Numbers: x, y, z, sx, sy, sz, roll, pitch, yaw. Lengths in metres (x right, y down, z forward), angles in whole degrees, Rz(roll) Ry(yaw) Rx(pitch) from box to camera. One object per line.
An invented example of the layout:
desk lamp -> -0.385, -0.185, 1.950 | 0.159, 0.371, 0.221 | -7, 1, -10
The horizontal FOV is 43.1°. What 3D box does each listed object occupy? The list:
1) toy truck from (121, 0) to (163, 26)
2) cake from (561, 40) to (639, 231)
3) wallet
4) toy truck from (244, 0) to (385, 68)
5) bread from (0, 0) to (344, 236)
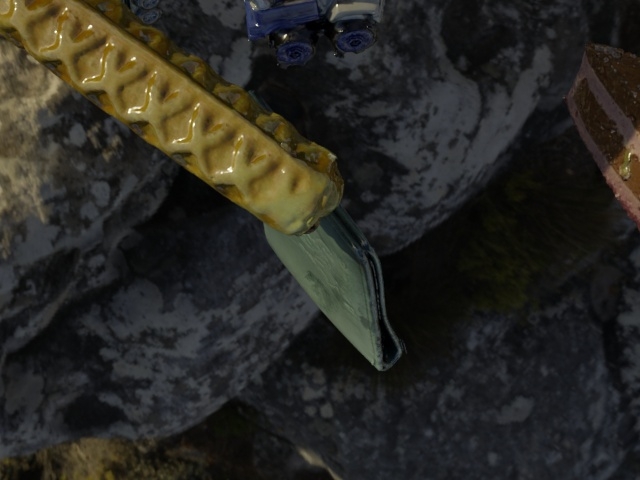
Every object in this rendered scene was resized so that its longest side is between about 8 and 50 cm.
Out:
toy truck -> -0.304, -0.343, 1.192 | 0.124, 0.114, 0.253 | -25, 161, -19
cake -> 0.407, -0.114, 0.995 | 0.112, 0.295, 0.116 | 2, 142, -18
wallet -> 0.001, -0.001, 0.918 | 0.054, 0.251, 0.290 | -32, 150, -14
toy truck -> -0.013, -0.371, 1.183 | 0.213, 0.161, 0.177 | -11, 161, 2
bread -> -0.139, -0.129, 0.673 | 0.367, 0.077, 0.084 | 36, 87, -4
